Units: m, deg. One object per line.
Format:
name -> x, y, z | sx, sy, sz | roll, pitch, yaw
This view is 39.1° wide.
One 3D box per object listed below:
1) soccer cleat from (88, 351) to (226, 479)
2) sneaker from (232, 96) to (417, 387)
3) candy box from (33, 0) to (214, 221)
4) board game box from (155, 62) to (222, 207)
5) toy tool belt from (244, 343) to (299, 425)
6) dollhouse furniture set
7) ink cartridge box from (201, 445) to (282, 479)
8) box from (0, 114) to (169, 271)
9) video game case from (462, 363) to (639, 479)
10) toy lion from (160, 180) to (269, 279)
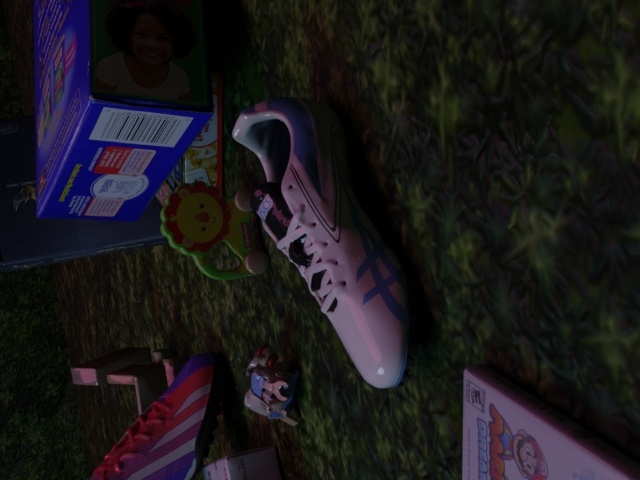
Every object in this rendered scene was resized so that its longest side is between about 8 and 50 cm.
soccer cleat -> -0.202, 0.261, 1.027 | 0.108, 0.116, 0.318 | -42, 25, 64
sneaker -> 0.000, 0.000, 0.641 | 0.237, 0.086, 0.085 | 68, 153, 26
candy box -> -0.214, -0.213, 0.926 | 0.268, 0.122, 0.317 | -38, 54, 56
board game box -> -0.152, -0.113, 1.014 | 0.147, 0.045, 0.193 | -133, 40, -54
toy tool belt -> -0.038, 0.137, 0.845 | 0.051, 0.052, 0.083 | 30, 137, 22
dollhouse furniture set -> -0.259, 0.229, 1.274 | 0.151, 0.144, 0.123 | -3, 97, 31
ink cartridge box -> -0.081, 0.282, 0.978 | 0.135, 0.056, 0.099 | 137, 121, -64
box -> -0.298, -0.071, 1.134 | 0.059, 0.233, 0.183 | 143, 116, -72
video game case -> 0.122, 0.165, 0.495 | 0.143, 0.019, 0.157 | -149, 54, -61
toy lion -> -0.105, -0.009, 0.874 | 0.034, 0.096, 0.100 | 165, 95, -68
